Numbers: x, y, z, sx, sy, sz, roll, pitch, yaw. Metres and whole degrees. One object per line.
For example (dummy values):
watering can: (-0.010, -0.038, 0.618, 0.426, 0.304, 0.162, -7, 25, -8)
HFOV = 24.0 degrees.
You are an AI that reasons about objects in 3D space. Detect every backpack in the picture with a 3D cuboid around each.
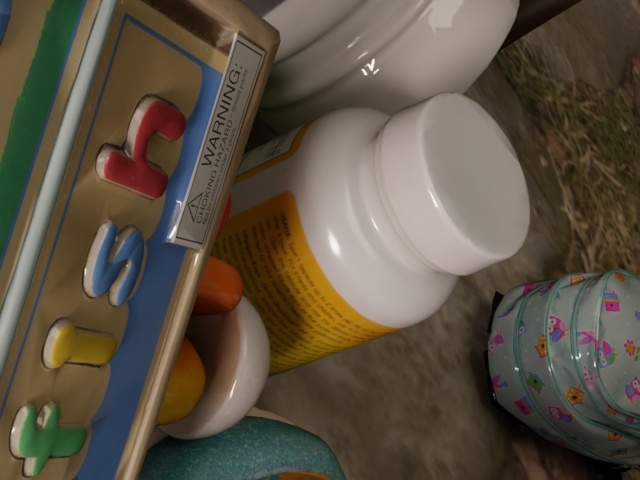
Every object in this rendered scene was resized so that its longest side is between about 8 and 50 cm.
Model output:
backpack: (0.201, 0.084, 1.066, 0.182, 0.115, 0.152, 22, 58, -40)

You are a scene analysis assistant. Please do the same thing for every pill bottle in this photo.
pill bottle: (0.000, 0.000, 0.786, 0.117, 0.208, 0.118, 27, 52, -40)
pill bottle: (-0.061, -0.221, 0.833, 0.361, 0.204, 0.204, 45, 42, -25)

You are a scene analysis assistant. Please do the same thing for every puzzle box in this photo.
puzzle box: (-0.137, 0.086, 0.462, 0.272, 0.052, 0.409, 20, 87, -70)

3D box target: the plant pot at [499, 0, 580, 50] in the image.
plant pot: (0.107, -0.204, 1.062, 0.167, 0.165, 0.167, 26, 52, -40)

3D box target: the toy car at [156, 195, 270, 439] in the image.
toy car: (-0.104, 0.002, 0.684, 0.159, 0.182, 0.136, 14, 104, -43)

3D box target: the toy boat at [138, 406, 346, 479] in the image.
toy boat: (0.001, 0.224, 0.719, 0.318, 0.148, 0.267, 44, 42, -26)
